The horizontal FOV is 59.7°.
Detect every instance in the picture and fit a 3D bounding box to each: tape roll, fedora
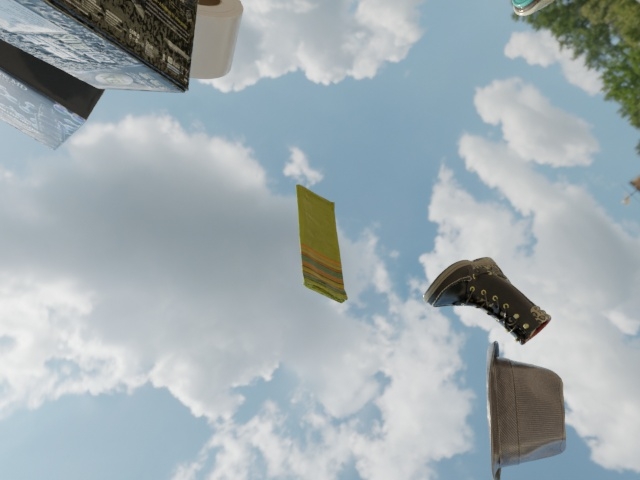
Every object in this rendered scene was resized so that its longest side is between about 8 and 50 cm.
[{"bbox_3d":[-0.333,-0.549,1.435,0.246,0.169,0.246,13,-141,-10],"label":"tape roll"},{"bbox_3d":[0.354,0.297,0.965,0.125,0.275,0.243,-2,-102,15],"label":"fedora"}]

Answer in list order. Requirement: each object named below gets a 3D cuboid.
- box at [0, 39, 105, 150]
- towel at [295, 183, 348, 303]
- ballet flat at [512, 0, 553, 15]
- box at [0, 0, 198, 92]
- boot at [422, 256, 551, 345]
[{"bbox_3d":[-0.744,-0.432,1.464,0.294,0.396,0.211,33,-112,-29],"label":"box"},{"bbox_3d":[0.000,0.000,1.043,0.102,0.021,0.237,29,-140,-36],"label":"towel"},{"bbox_3d":[0.315,-0.372,0.658,0.086,0.248,0.086,24,-172,-4],"label":"ballet flat"},{"bbox_3d":[-0.147,-0.189,0.343,0.078,0.147,0.180,6,180,13],"label":"box"},{"bbox_3d":[0.320,0.120,1.055,0.237,0.085,0.178,-11,-132,-44],"label":"boot"}]
